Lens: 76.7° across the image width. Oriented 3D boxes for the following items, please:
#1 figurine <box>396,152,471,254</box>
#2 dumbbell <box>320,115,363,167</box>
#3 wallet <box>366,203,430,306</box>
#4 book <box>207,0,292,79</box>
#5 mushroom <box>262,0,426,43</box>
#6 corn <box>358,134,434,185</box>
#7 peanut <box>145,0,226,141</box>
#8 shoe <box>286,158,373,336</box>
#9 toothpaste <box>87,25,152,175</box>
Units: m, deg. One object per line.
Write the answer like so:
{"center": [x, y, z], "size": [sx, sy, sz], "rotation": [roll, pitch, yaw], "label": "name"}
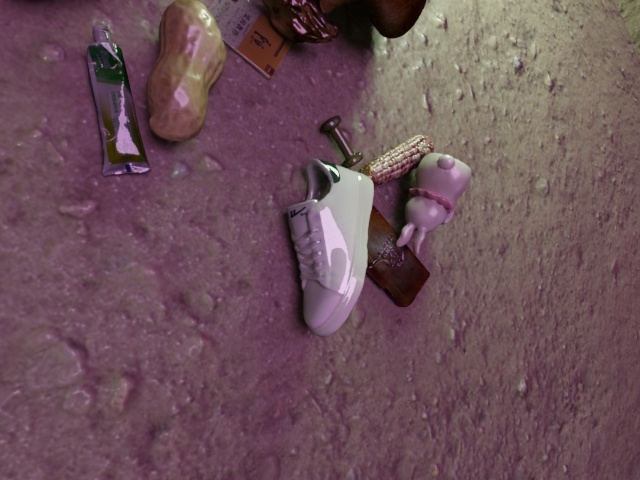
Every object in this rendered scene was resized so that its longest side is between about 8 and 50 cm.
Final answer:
{"center": [0.261, -0.083, 0.980], "size": [0.127, 0.155, 0.235], "rotation": [25, 97, 5], "label": "figurine"}
{"center": [0.049, -0.223, 0.918], "size": [0.052, 0.046, 0.117], "rotation": [-40, 105, -23], "label": "dumbbell"}
{"center": [0.160, 0.042, 0.960], "size": [0.255, 0.031, 0.137], "rotation": [47, 60, -19], "label": "wallet"}
{"center": [-0.149, -0.434, 0.842], "size": [0.172, 0.012, 0.118], "rotation": [33, 69, -24], "label": "book"}
{"center": [0.082, -0.582, 0.901], "size": [0.331, 0.356, 0.334], "rotation": [32, 27, -16], "label": "mushroom"}
{"center": [0.183, -0.190, 0.977], "size": [0.237, 0.080, 0.079], "rotation": [-30, 100, -31], "label": "corn"}
{"center": [-0.235, -0.294, 0.715], "size": [0.124, 0.124, 0.256], "rotation": [11, 81, -30], "label": "peanut"}
{"center": [0.000, 0.000, 0.814], "size": [0.160, 0.132, 0.362], "rotation": [24, 68, -28], "label": "shoe"}
{"center": [-0.346, -0.233, 0.680], "size": [0.078, 0.047, 0.247], "rotation": [-11, 92, -28], "label": "toothpaste"}
